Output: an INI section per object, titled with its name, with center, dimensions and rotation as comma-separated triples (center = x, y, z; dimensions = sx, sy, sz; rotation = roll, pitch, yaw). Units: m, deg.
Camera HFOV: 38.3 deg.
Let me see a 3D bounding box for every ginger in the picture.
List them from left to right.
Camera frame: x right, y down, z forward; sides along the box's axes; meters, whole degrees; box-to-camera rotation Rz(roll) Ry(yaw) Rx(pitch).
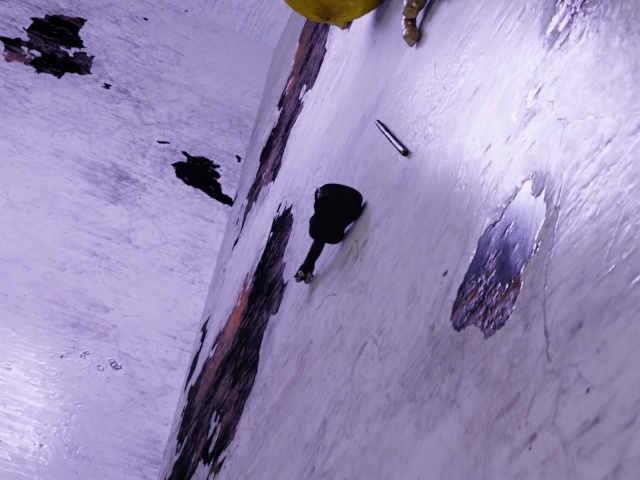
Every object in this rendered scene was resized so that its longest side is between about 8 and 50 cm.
[ginger]
center = 0.182, -0.434, 1.608
dimensions = 0.176, 0.053, 0.193
rotation = -107, 39, -64

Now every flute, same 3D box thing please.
[flute]
center = 0.117, -0.173, 1.533
dimensions = 0.269, 0.014, 0.014
rotation = -107, 40, -72

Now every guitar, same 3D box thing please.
[guitar]
center = 0.000, 0.002, 1.633
dimensions = 0.271, 0.084, 0.038
rotation = 115, 168, -47

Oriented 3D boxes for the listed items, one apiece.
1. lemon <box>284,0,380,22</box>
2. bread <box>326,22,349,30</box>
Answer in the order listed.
[lemon]
center = 0.033, -0.661, 2.094
dimensions = 0.336, 0.336, 0.336
rotation = -159, 90, -78
[bread]
center = 0.062, -0.698, 2.482
dimensions = 0.184, 0.111, 0.234
rotation = -100, 34, -67
